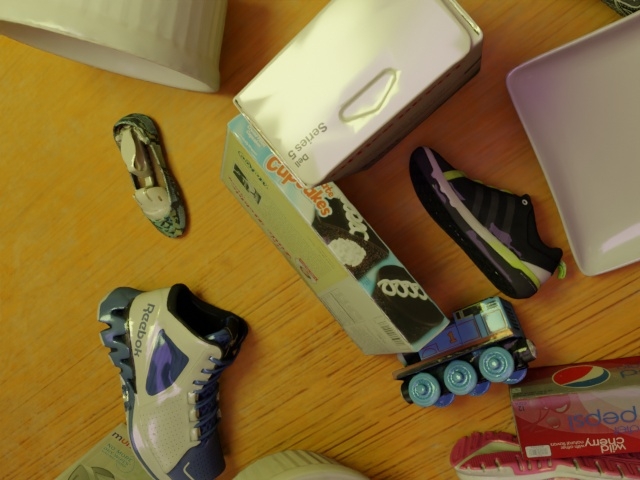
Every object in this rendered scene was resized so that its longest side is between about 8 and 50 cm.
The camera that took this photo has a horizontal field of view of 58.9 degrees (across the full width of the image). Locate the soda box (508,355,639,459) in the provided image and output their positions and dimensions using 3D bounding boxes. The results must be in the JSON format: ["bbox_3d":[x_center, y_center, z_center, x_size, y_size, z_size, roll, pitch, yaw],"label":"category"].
[{"bbox_3d":[0.367,0.195,0.680,0.264,0.092,0.083,-11,97,18],"label":"soda box"}]

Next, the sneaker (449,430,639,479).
[{"bbox_3d":[0.301,0.309,0.724,0.253,0.103,0.111,-9,102,23],"label":"sneaker"}]

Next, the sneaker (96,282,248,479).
[{"bbox_3d":[-0.186,0.198,0.815,0.182,0.127,0.315,-18,94,20],"label":"sneaker"}]

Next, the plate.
[{"bbox_3d":[0.375,-0.122,0.610,0.278,0.045,0.277,-24,112,18],"label":"plate"}]

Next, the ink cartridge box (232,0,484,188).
[{"bbox_3d":[0.059,-0.167,0.600,0.198,0.273,0.114,-40,88,18],"label":"ink cartridge box"}]

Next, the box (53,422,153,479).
[{"bbox_3d":[-0.277,0.438,0.832,0.262,0.231,0.126,33,108,8],"label":"box"}]

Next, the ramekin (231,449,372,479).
[{"bbox_3d":[-0.032,0.413,0.762,0.273,0.127,0.272,-1,94,-22],"label":"ramekin"}]

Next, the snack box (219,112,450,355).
[{"bbox_3d":[0.000,0.000,0.698,0.060,0.187,0.322,-39,89,-18],"label":"snack box"}]

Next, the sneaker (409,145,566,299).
[{"bbox_3d":[0.207,-0.035,0.702,0.097,0.084,0.234,-40,90,-5],"label":"sneaker"}]

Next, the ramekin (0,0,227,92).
[{"bbox_3d":[-0.242,-0.278,0.669,0.278,0.277,0.135,15,96,12],"label":"ramekin"}]

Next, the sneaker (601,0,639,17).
[{"bbox_3d":[0.237,-0.339,0.613,0.344,0.134,0.146,37,137,1],"label":"sneaker"}]

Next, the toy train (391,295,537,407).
[{"bbox_3d":[0.177,0.146,0.724,0.184,0.080,0.105,-28,62,26],"label":"toy train"}]

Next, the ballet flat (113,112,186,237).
[{"bbox_3d":[-0.250,-0.088,0.811,0.070,0.070,0.188,-18,96,18],"label":"ballet flat"}]
